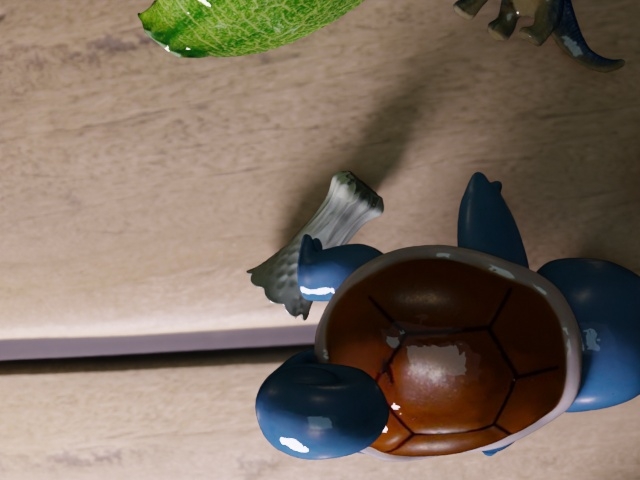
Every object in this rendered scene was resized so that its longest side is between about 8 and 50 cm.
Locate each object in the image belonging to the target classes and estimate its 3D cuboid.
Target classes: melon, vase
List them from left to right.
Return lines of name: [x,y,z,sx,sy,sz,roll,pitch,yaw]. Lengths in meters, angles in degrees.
melon: [-0.040,-0.275,0.912,0.323,0.196,0.124,-42,54,21]
vase: [0.000,0.000,0.964,0.081,0.081,0.149,38,99,3]

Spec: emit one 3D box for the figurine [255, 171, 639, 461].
figurine: [0.106,0.092,0.875,0.416,0.243,0.298,-9,95,-27]

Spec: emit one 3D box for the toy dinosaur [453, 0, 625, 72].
toy dinosaur: [0.212,-0.278,0.892,0.247,0.075,0.188,35,92,9]
